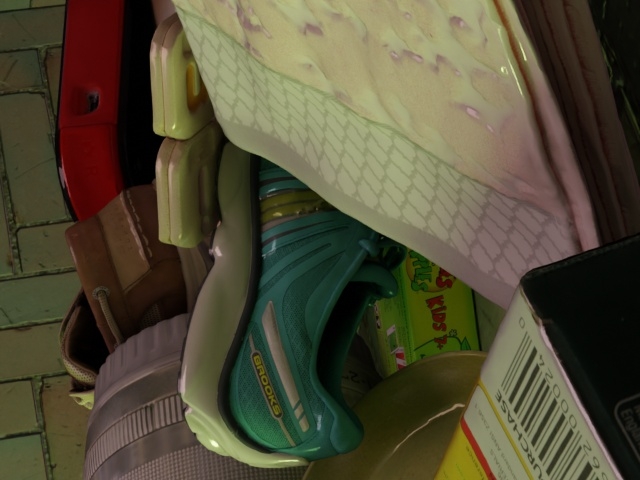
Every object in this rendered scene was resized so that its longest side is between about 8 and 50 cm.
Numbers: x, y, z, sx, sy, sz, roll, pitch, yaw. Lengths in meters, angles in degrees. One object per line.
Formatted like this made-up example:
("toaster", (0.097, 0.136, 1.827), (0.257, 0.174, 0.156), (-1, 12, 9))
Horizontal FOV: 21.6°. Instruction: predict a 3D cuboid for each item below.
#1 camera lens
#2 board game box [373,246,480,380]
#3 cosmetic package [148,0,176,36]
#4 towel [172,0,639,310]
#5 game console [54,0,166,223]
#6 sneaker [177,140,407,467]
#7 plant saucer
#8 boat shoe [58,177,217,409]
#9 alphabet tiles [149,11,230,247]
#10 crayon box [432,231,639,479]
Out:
("camera lens", (-0.043, 0.208, 1.101), (0.219, 0.219, 0.274), (99, 165, -55))
("board game box", (0.062, 0.026, 1.054), (0.092, 0.043, 0.181), (178, 84, -78))
("cosmetic package", (-0.050, -0.083, 1.313), (0.153, 0.129, 0.296), (145, 116, -75))
("towel", (-0.002, -0.114, 0.724), (0.332, 0.053, 0.317), (35, 158, 45))
("game console", (-0.136, -0.104, 1.473), (0.342, 0.060, 0.387), (64, -160, -53))
("sneaker", (0.000, 0.000, 0.985), (0.107, 0.110, 0.275), (43, -128, -63))
("plant saucer", (0.065, 0.178, 0.892), (0.241, 0.037, 0.241), (-27, 51, 39))
("boat shoe", (-0.137, 0.072, 1.229), (0.324, 0.116, 0.123), (94, 156, -49))
("alphabet tiles", (-0.030, -0.116, 1.044), (0.284, 0.021, 0.278), (-49, -36, -53))
("crayon box", (0.122, 0.157, 0.667), (0.318, 0.081, 0.202), (104, 144, -60))
